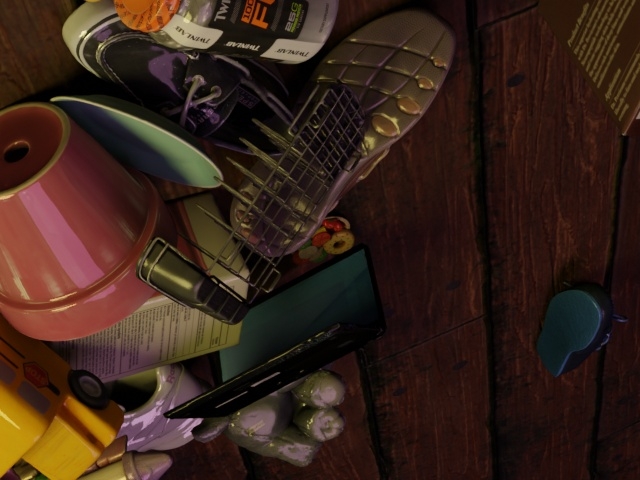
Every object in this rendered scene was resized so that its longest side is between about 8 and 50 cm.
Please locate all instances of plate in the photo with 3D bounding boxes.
[{"bbox_3d":[-0.178,-0.104,1.617,0.024,0.188,0.188,-66,151,-14],"label":"plate"}]

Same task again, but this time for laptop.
[{"bbox_3d":[-0.057,0.101,1.925,0.234,0.136,0.264,-29,166,16],"label":"laptop"}]

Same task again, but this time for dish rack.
[{"bbox_3d":[-0.056,-0.042,1.627,0.271,0.074,0.208,-56,165,-4],"label":"dish rack"}]

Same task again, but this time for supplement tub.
[{"bbox_3d":[-0.088,-0.228,1.511,0.190,0.117,0.117,2,139,-40],"label":"supplement tub"}]

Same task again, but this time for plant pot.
[{"bbox_3d":[-0.267,-0.031,1.621,0.201,0.201,0.180,-27,134,0],"label":"plant pot"}]

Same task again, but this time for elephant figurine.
[{"bbox_3d":[-0.060,0.186,2.120,0.186,0.239,0.169,33,97,-19],"label":"elephant figurine"}]

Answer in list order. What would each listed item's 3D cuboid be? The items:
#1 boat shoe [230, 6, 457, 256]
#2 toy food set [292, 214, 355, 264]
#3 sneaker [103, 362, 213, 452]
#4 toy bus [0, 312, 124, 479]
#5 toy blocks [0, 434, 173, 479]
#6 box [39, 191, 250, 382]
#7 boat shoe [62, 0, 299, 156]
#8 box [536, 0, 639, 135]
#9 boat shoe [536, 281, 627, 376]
[{"bbox_3d":[0.024,-0.124,1.781,0.324,0.123,0.116,-46,179,14],"label":"boat shoe"},{"bbox_3d":[0.000,0.000,2.018,0.082,0.020,0.083,-26,150,-1],"label":"toy food set"},{"bbox_3d":[-0.290,0.245,2.106,0.305,0.114,0.152,-36,137,4],"label":"sneaker"},{"bbox_3d":[-0.365,0.131,1.685,0.333,0.130,0.108,42,116,-11],"label":"toy bus"},{"bbox_3d":[-0.276,0.305,1.917,0.260,0.288,0.309,-25,114,8],"label":"toy blocks"},{"bbox_3d":[-0.212,0.060,1.842,0.232,0.127,0.148,-15,147,-20],"label":"box"},{"bbox_3d":[-0.126,-0.152,1.611,0.108,0.102,0.301,-38,148,18],"label":"boat shoe"},{"bbox_3d":[0.369,-0.248,1.747,0.167,0.203,0.168,-12,146,-25],"label":"box"},{"bbox_3d":[0.388,0.116,2.438,0.089,0.109,0.258,-25,167,-17],"label":"boat shoe"}]
